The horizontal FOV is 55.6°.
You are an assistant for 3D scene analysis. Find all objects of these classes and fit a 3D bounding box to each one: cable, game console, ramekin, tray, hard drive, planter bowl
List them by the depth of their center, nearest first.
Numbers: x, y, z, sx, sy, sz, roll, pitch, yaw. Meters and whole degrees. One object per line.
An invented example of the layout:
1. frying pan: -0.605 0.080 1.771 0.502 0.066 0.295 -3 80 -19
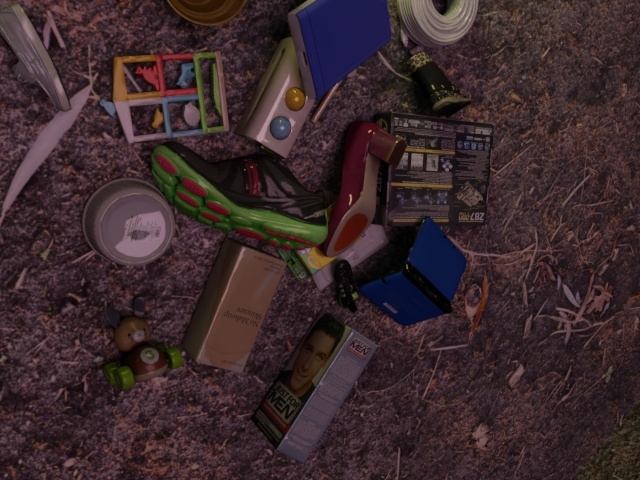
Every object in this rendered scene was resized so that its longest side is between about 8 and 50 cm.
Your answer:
1. planter bowl: -0.274 -0.594 1.368 0.217 0.090 0.217 -8 106 -29
2. ramekin: -0.435 -0.038 1.400 0.207 0.109 0.207 -7 105 -28
3. hard drive: 0.057 -0.510 1.459 0.319 0.040 0.210 -45 138 -30
4. cable: 0.326 -0.673 1.692 0.257 0.089 0.257 -27 114 -21
5. tray: 0.081 0.020 1.755 0.270 0.030 0.145 -34 117 -19
6. game console: 0.283 0.102 1.823 0.293 0.250 0.173 41 37 -42

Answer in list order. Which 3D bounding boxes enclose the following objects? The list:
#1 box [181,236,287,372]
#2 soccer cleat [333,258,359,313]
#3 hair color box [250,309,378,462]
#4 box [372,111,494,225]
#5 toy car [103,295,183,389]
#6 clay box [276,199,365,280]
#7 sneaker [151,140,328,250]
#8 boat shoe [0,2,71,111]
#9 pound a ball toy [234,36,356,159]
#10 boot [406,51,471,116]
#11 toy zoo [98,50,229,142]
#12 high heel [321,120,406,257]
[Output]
1. box: -0.223 0.165 1.562 0.148 0.121 0.311 20 91 -32
2. soccer cleat: 0.080 0.130 1.730 0.060 0.072 0.179 -29 132 -24
3. hair color box: -0.020 0.399 1.696 0.113 0.185 0.374 38 82 -30
4. box: 0.333 -0.201 1.794 0.395 0.097 0.318 -2 96 -31
5. toy car: -0.442 0.235 1.454 0.155 0.149 0.188 -18 98 -38
6. clay box: 0.000 0.000 1.668 0.222 0.053 0.127 -37 96 -18
7. sneaker: -0.192 -0.129 1.507 0.483 0.185 0.202 24 63 -30
8. boat shoe: -0.598 -0.366 1.254 0.081 0.079 0.227 -27 109 -12
9. pound a ball toy: -0.043 -0.357 1.531 0.208 0.136 0.319 28 88 -31
10. boot: 0.342 -0.448 1.747 0.178 0.085 0.236 60 29 5
11. toy zoo: -0.364 -0.334 1.415 0.293 0.030 0.192 -12 108 -27
12. high heel: 0.074 -0.142 1.653 0.377 0.181 0.127 -57 143 -1
